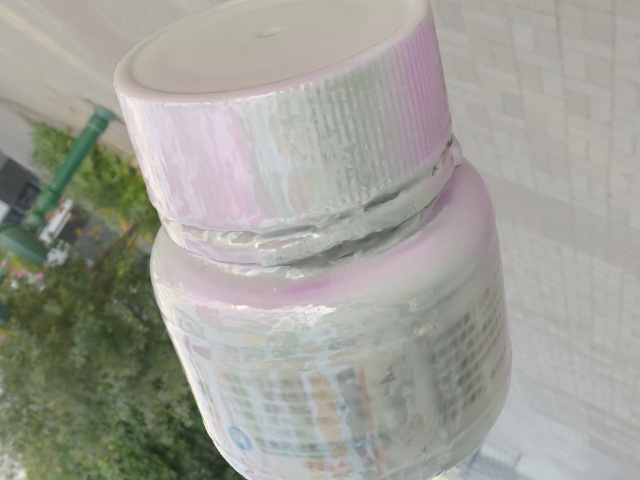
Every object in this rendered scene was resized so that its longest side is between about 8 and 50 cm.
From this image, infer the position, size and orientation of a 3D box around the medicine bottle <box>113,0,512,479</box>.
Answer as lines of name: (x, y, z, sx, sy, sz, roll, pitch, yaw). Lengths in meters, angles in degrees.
medicine bottle: (0.000, 0.000, 0.621, 0.256, 0.256, 0.325, 20, 136, 42)
